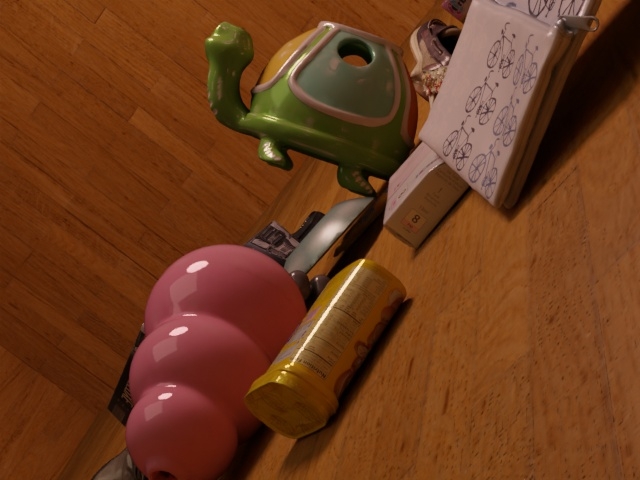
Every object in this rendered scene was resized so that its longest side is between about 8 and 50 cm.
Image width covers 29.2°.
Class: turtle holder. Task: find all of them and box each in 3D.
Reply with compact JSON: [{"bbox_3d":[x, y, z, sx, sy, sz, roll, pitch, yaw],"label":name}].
[{"bbox_3d":[-0.004,-0.210,1.860,0.243,0.320,0.227,14,-85,-65],"label":"turtle holder"}]

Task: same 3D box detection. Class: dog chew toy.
[{"bbox_3d":[-0.135,0.158,1.485,0.206,0.207,0.331,-47,17,40],"label":"dog chew toy"}]

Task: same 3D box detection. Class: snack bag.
[{"bbox_3d":[0.203,-0.224,1.235,0.323,0.037,0.342,-113,43,-71],"label":"snack bag"}]

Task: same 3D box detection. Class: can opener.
[{"bbox_3d":[-0.072,0.138,1.725,0.280,0.074,0.093,-48,42,42],"label":"can opener"}]

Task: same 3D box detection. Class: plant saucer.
[{"bbox_3d":[0.000,0.000,1.752,0.195,0.037,0.195,-49,-2,-2],"label":"plant saucer"}]

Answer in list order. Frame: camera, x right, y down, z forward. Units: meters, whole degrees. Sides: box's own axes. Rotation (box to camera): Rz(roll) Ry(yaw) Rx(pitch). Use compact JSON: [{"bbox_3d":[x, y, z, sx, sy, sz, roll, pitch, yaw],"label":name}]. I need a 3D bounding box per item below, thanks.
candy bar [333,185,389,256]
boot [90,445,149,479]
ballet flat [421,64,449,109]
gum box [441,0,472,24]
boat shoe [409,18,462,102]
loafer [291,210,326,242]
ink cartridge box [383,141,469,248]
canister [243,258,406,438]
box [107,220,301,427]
[{"bbox_3d":[0.071,-0.035,1.807,0.161,0.018,0.040,-49,8,30],"label":"candy bar"},{"bbox_3d":[-0.279,0.359,1.871,0.246,0.083,0.161,-55,13,-15],"label":"boot"},{"bbox_3d":[0.180,-0.199,1.684,0.241,0.091,0.077,-108,34,-86],"label":"ballet flat"},{"bbox_3d":[0.279,-0.403,1.943,0.062,0.107,0.188,-45,10,49],"label":"gum box"},{"bbox_3d":[0.203,-0.297,1.967,0.092,0.103,0.285,-44,13,24],"label":"boat shoe"},{"bbox_3d":[-0.061,0.026,2.114,0.223,0.078,0.076,-56,8,-30],"label":"loafer"},{"bbox_3d":[0.166,-0.115,1.438,0.232,0.066,0.189,-54,6,19],"label":"ink cartridge box"},{"bbox_3d":[0.007,0.109,1.257,0.170,0.073,0.126,-54,7,-28],"label":"canister"},{"bbox_3d":[-0.172,0.134,1.865,0.307,0.076,0.242,-40,-14,-41],"label":"box"}]
